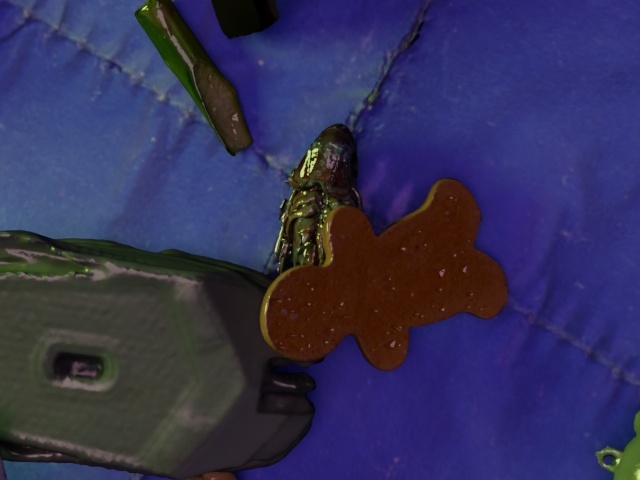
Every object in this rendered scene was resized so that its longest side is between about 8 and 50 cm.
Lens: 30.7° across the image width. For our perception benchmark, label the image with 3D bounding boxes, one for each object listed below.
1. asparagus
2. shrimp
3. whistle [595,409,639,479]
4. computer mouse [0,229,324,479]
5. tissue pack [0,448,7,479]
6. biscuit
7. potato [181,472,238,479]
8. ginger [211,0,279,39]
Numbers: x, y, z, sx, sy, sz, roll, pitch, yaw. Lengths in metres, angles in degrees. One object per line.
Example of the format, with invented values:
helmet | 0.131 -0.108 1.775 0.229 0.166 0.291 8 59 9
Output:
asparagus | -0.124 -0.167 1.169 0.045 0.041 0.178 -34 90 14
shrimp | 0.000 0.000 1.146 0.090 0.079 0.233 12 99 10
whistle | 0.396 0.255 1.099 0.288 0.106 0.131 21 92 6
computer mouse | -0.212 0.105 1.141 0.429 0.145 0.228 9 100 -5
tissue pack | -0.407 0.314 1.107 0.242 0.125 0.344 4 124 8
biscuit | 0.054 0.039 1.115 0.250 0.036 0.165 -23 98 -18
potato | -0.115 0.268 1.181 0.068 0.062 0.083 23 117 20
ginger | -0.042 -0.390 1.067 0.413 0.358 0.211 45 61 9
